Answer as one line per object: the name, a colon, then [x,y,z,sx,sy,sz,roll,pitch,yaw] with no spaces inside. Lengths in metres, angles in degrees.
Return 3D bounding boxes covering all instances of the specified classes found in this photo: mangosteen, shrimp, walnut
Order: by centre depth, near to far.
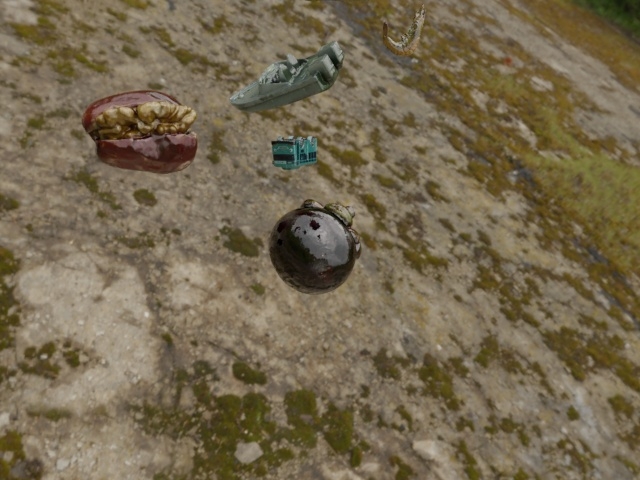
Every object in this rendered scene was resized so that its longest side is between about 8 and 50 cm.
shrimp: [0.172,-0.442,1.188,0.083,0.114,0.023,22,9,-8]
mangosteen: [0.000,0.000,1.302,0.211,0.211,0.250,39,62,5]
walnut: [-0.452,-0.275,1.451,0.269,0.244,0.221,-10,89,-23]

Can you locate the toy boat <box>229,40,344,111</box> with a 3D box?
toy boat: [-0.094,-0.367,1.338,0.092,0.319,0.141,55,42,-31]

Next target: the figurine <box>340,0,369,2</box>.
figurine: [0.056,-0.609,0.879,0.266,0.377,0.361,-18,57,-16]

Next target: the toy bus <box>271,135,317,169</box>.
toy bus: [-0.072,-0.249,1.624,0.079,0.091,0.160,4,12,22]
